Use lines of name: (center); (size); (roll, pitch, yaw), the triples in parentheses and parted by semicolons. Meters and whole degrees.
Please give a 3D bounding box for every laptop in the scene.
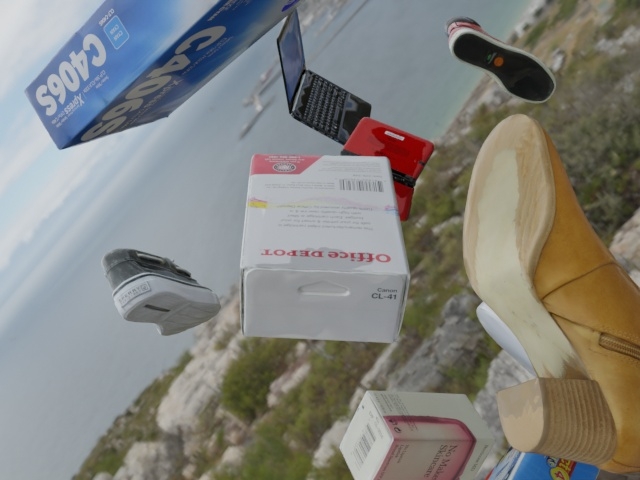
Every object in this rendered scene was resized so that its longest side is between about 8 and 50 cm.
laptop: (0.015, -0.338, 1.615); (0.137, 0.264, 0.234); (-55, 13, 34)

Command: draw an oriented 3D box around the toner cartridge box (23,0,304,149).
toner cartridge box: (-0.120, -0.210, 0.735); (0.347, 0.075, 0.165); (-29, 3, 39)

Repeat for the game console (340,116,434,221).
game console: (0.111, -0.123, 1.345); (0.124, 0.144, 0.085); (-59, -22, -15)

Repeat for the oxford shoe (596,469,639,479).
oxford shoe: (0.604, 0.446, 1.453); (0.227, 0.082, 0.096); (-15, 55, 36)

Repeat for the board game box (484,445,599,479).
board game box: (0.216, 0.378, 0.965); (0.308, 0.086, 0.302); (-41, -22, -46)

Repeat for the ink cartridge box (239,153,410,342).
ink cartridge box: (0.000, 0.000, 1.153); (0.306, 0.226, 0.131); (-90, 3, -53)

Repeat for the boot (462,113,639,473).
boot: (0.239, 0.047, 0.674); (0.104, 0.211, 0.295); (-29, 57, 56)

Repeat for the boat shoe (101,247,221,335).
boat shoe: (-0.262, 0.079, 1.332); (0.121, 0.119, 0.335); (-29, -16, 0)

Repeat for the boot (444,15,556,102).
boot: (0.368, -0.381, 1.613); (0.088, 0.244, 0.176); (-57, 13, 26)

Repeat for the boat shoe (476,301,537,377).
boat shoe: (0.273, 0.113, 0.825); (0.102, 0.301, 0.108); (-52, 36, -1)

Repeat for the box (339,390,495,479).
box: (0.178, 0.377, 1.451); (0.149, 0.232, 0.127); (-68, 30, 26)
